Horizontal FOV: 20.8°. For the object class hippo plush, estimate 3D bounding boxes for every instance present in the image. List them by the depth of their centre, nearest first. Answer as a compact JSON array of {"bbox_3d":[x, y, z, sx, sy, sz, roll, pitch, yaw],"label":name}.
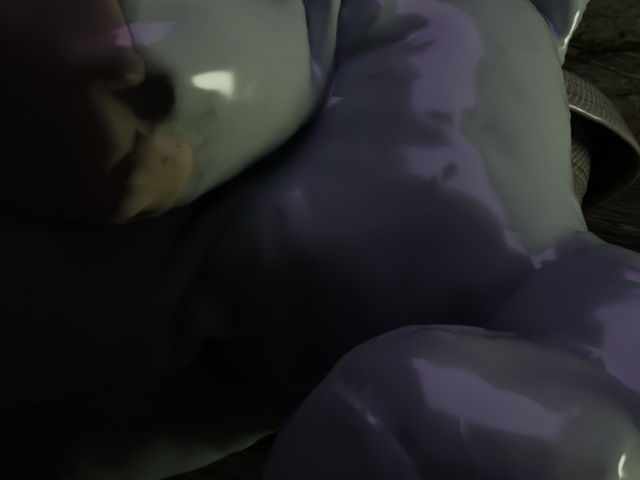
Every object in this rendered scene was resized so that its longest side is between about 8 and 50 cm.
[{"bbox_3d":[0.028,0.046,0.526,0.294,0.234,0.236,-17,57,-36],"label":"hippo plush"}]

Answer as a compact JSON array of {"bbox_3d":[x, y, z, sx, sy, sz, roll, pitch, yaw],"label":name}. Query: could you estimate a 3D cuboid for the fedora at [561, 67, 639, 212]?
[{"bbox_3d":[0.000,0.000,0.756,0.275,0.124,0.244,5,-15,-9],"label":"fedora"}]
